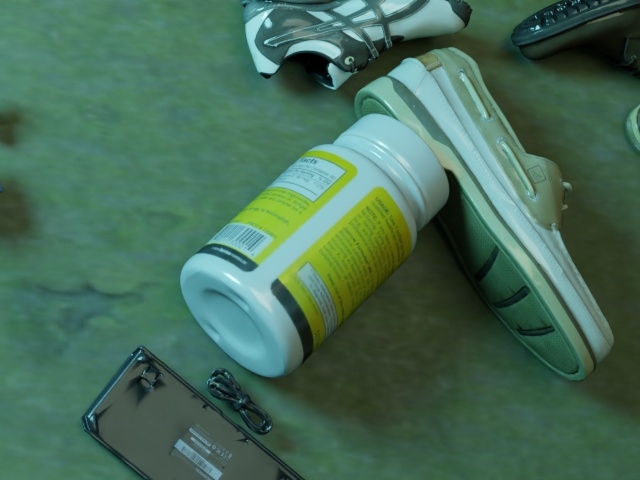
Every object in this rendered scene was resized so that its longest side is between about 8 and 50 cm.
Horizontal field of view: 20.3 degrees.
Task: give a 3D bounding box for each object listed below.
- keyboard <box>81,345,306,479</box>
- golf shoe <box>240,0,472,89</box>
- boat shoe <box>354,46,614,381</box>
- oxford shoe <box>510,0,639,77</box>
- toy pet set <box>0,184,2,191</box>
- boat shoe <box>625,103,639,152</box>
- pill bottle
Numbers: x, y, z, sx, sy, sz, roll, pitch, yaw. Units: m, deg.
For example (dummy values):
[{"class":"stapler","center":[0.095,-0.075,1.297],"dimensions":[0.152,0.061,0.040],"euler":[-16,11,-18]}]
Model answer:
[{"class":"keyboard","center":[-0.087,0.157,1.384],"dimensions":[0.180,0.023,0.108],"euler":[41,71,-9]},{"class":"golf shoe","center":[0.031,-0.170,1.497],"dimensions":[0.198,0.077,0.094],"euler":[0,82,-13]},{"class":"boat shoe","center":[0.158,-0.028,1.484],"dimensions":[0.103,0.113,0.302],"euler":[-35,90,-21]},{"class":"oxford shoe","center":[0.279,-0.182,1.595],"dimensions":[0.227,0.083,0.096],"euler":[-12,102,-14]},{"class":"toy pet set","center":[-0.293,-0.080,1.337],"dimensions":[0.122,0.065,0.114],"euler":[-15,82,-25]},{"class":"boat shoe","center":[0.360,-0.130,1.624],"dimensions":[0.178,0.060,0.064],"euler":[-27,87,-26]},{"class":"pill bottle","center":[0.000,0.000,1.408],"dimensions":[0.208,0.119,0.119],"euler":[-43,94,-26]}]
